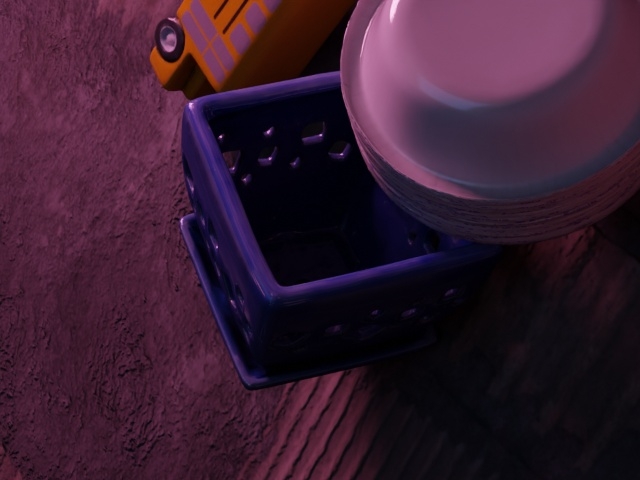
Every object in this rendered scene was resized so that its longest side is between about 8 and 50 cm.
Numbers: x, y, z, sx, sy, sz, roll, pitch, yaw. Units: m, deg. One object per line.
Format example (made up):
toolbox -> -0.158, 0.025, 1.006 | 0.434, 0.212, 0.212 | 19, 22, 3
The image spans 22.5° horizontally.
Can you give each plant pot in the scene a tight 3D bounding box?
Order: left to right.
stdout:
plant pot -> 0.000, 0.000, 1.493 | 0.212, 0.236, 0.236 | 109, 143, -53

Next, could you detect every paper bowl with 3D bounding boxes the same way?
paper bowl -> 0.158, -0.151, 1.357 | 0.284, 0.148, 0.284 | -5, 62, 10

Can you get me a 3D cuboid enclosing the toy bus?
toy bus -> -0.050, -0.256, 1.666 | 0.130, 0.108, 0.332 | 58, 134, 19
